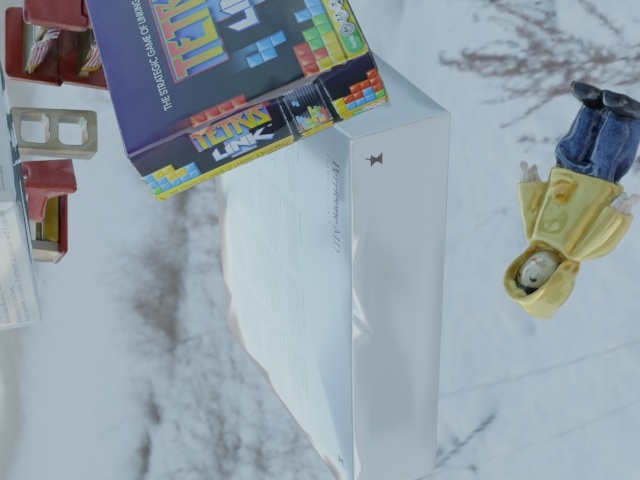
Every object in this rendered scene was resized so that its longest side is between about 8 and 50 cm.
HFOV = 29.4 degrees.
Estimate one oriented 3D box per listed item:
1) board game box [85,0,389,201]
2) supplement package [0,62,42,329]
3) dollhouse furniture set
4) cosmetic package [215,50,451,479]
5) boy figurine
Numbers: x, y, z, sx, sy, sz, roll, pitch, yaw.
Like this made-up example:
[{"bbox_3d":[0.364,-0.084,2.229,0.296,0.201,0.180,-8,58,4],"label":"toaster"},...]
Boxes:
[{"bbox_3d":[-0.055,-0.123,0.695,0.048,0.141,0.170,63,-176,-53],"label":"board game box"},{"bbox_3d":[-0.402,-0.033,1.092,0.199,0.263,0.198,97,161,-54],"label":"supplement package"},{"bbox_3d":[-0.323,-0.171,1.591,0.201,0.152,0.374,146,123,-64],"label":"dollhouse furniture set"},{"bbox_3d":[0.000,0.000,1.089,0.284,0.098,0.377,-129,30,-48],"label":"cosmetic package"},{"bbox_3d":[0.296,-0.045,1.469,0.177,0.092,0.285,32,103,46],"label":"boy figurine"}]
